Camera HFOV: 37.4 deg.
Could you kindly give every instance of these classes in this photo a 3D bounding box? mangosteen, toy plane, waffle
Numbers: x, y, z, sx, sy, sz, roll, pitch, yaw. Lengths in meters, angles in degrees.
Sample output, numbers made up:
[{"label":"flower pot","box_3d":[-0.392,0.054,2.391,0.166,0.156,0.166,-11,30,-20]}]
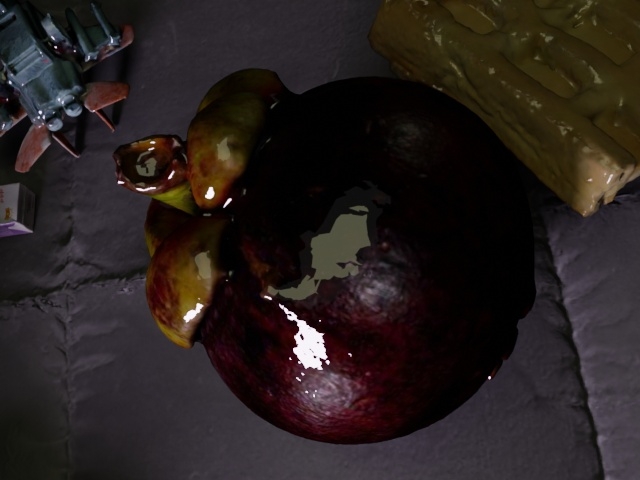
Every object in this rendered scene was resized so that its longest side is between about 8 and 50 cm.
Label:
[{"label":"mangosteen","box_3d":[0.000,0.000,0.759,0.347,0.307,0.306,25,78,-10]},{"label":"toy plane","box_3d":[-0.334,-0.224,1.071,0.223,0.104,0.326,-36,64,3]},{"label":"waffle","box_3d":[0.258,-0.201,0.845,0.348,0.077,0.304,-33,61,-17]}]

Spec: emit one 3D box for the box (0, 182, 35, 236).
[{"label":"box","box_3d":[-0.376,-0.029,1.050,0.117,0.036,0.050,-9,69,14]}]
